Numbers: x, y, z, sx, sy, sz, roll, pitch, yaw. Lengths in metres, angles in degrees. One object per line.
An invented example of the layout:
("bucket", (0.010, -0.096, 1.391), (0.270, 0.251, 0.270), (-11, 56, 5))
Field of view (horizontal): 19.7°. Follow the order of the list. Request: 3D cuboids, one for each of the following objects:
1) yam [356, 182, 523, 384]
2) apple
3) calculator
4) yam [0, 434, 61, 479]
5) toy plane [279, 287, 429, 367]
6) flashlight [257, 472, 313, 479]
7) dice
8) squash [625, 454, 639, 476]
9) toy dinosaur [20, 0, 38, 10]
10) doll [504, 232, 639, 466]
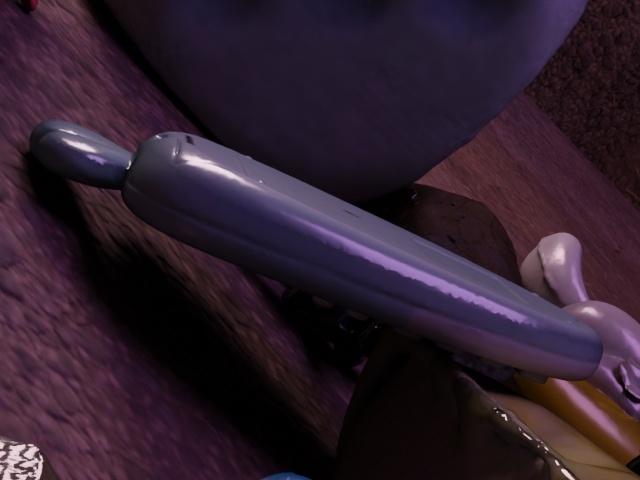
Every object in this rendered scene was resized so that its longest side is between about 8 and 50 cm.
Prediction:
("yam", (0.079, 0.016, 1.234), (0.106, 0.106, 0.259), (45, 15, -18))
("apple", (0.102, 0.150, 0.844), (0.193, 0.120, 0.265), (41, 0, -21))
("calculator", (0.000, 0.000, 0.890), (0.295, 0.042, 0.184), (22, 5, -8))
("yam", (-0.084, 0.104, 0.504), (0.146, 0.070, 0.070), (56, 14, 21))
("toy plane", (0.023, 0.043, 1.028), (0.135, 0.062, 0.188), (48, 0, -22))
("flashlight", (0.005, 0.149, 0.720), (0.129, 0.051, 0.051), (56, 14, 19))
("dice", (0.012, -0.203, 1.264), (0.268, 0.262, 0.264), (46, 14, -17))
("squash", (0.274, 0.230, 1.118), (0.252, 0.165, 0.252), (43, 17, -17))
("toy dinosaur", (-0.150, -0.197, 0.983), (0.070, 0.139, 0.286), (50, 13, 7))
("doll", (0.205, 0.121, 1.340), (0.252, 0.111, 0.237), (52, 29, 6))
